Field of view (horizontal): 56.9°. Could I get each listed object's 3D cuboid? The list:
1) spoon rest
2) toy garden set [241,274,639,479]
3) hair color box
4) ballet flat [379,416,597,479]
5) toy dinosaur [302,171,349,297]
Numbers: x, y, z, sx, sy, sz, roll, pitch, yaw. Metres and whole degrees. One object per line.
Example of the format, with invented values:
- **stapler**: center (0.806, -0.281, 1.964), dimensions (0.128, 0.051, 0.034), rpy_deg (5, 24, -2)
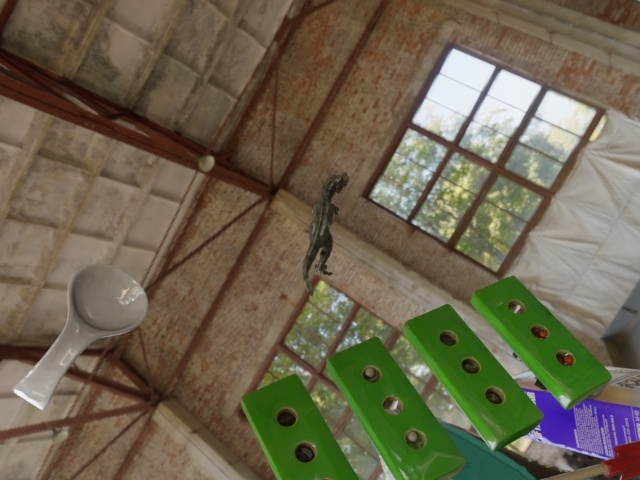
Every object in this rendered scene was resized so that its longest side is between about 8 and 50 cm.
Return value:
- **spoon rest**: center (-0.368, 0.134, 0.937), dimensions (0.084, 0.137, 0.276), rpy_deg (-45, 15, 34)
- **toy garden set**: center (0.099, 0.148, 0.397), dimensions (0.244, 0.204, 0.049), rpy_deg (-19, -39, -22)
- **hair color box**: center (0.497, 0.295, 1.044), dimensions (0.185, 0.338, 0.110), rpy_deg (-10, -92, -27)
- **ballet flat**: center (0.254, 0.331, 0.683), dimensions (0.147, 0.408, 0.147), rpy_deg (-35, -44, -44)
- **toy dinosaur**: center (0.000, 0.000, 1.102), dimensions (0.118, 0.063, 0.268), rpy_deg (89, -168, -63)
